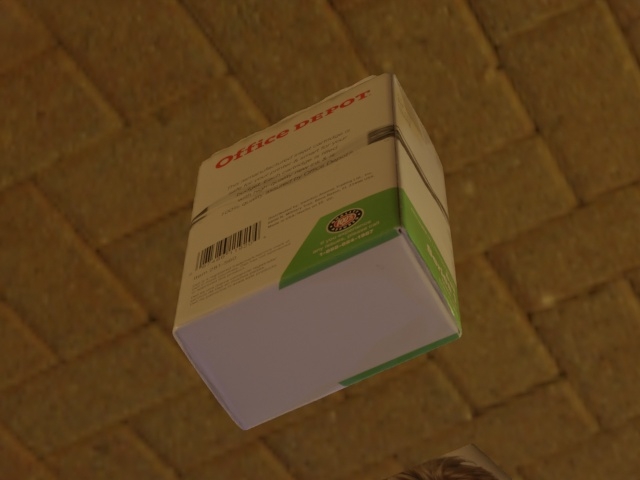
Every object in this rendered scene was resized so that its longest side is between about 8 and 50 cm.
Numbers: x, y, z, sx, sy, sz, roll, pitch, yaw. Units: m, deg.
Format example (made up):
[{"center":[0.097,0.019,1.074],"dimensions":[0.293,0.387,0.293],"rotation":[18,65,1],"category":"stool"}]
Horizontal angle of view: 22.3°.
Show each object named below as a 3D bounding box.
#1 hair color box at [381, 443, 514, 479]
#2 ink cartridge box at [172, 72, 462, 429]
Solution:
[{"center":[0.133,0.296,1.158],"dimensions":[0.174,0.347,0.105],"rotation":[-18,121,-23],"category":"hair color box"},{"center":[0.000,0.000,1.063],"dimensions":[0.160,0.219,0.092],"rotation":[-24,117,15],"category":"ink cartridge box"}]
